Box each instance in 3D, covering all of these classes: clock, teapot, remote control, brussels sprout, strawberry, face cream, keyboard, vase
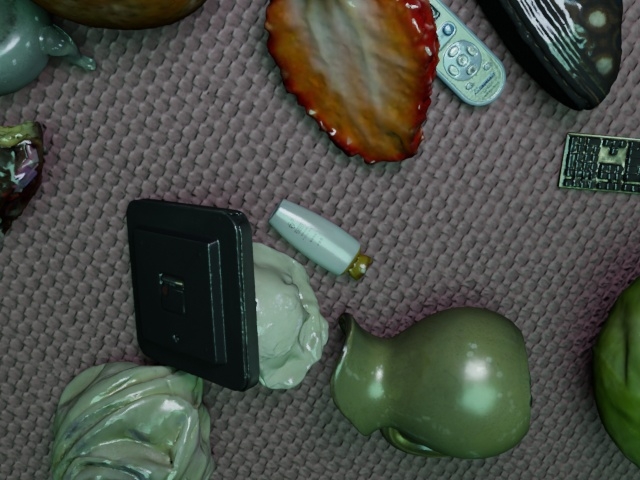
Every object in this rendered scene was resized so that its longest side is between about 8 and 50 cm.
[{"bbox_3d":[-0.209,0.079,1.072,0.049,0.279,0.273,-16,108,-47],"label":"clock"},{"bbox_3d":[-0.484,-0.298,1.000,0.295,0.129,0.193,7,79,-5],"label":"teapot"},{"bbox_3d":[0.192,-0.310,1.097,0.244,0.047,0.087,42,100,-12],"label":"remote control"},{"bbox_3d":[0.627,0.215,1.115,0.361,0.342,0.425,-13,101,27],"label":"brussels sprout"},{"bbox_3d":[0.070,-0.280,1.039,0.265,0.149,0.336,1,130,32],"label":"strawberry"},{"bbox_3d":[0.000,0.000,1.153,0.182,0.051,0.072,33,98,-10],"label":"face cream"},{"bbox_3d":[0.562,-0.119,1.178,0.317,0.027,0.106,3,102,-5],"label":"keyboard"},{"bbox_3d":[0.184,0.264,1.162,0.303,0.240,0.329,-2,130,9],"label":"vase"}]

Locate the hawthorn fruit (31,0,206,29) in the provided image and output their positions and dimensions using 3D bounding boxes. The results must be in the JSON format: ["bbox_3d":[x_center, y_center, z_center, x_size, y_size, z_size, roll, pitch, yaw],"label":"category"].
[{"bbox_3d":[-0.266,-0.465,0.856,0.403,0.403,0.402,-1,103,-4],"label":"hawthorn fruit"}]

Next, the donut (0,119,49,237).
[{"bbox_3d":[-0.594,-0.115,1.041,0.345,0.136,0.259,24,106,-9],"label":"donut"}]

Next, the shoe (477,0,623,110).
[{"bbox_3d":[0.362,-0.398,1.025,0.237,0.171,0.384,-35,96,8],"label":"shoe"}]

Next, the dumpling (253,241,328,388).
[{"bbox_3d":[-0.085,0.111,1.137,0.193,0.147,0.258,-40,98,-26],"label":"dumpling"}]

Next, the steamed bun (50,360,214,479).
[{"bbox_3d":[-0.318,0.345,1.134,0.268,0.207,0.280,-4,102,-3],"label":"steamed bun"}]
